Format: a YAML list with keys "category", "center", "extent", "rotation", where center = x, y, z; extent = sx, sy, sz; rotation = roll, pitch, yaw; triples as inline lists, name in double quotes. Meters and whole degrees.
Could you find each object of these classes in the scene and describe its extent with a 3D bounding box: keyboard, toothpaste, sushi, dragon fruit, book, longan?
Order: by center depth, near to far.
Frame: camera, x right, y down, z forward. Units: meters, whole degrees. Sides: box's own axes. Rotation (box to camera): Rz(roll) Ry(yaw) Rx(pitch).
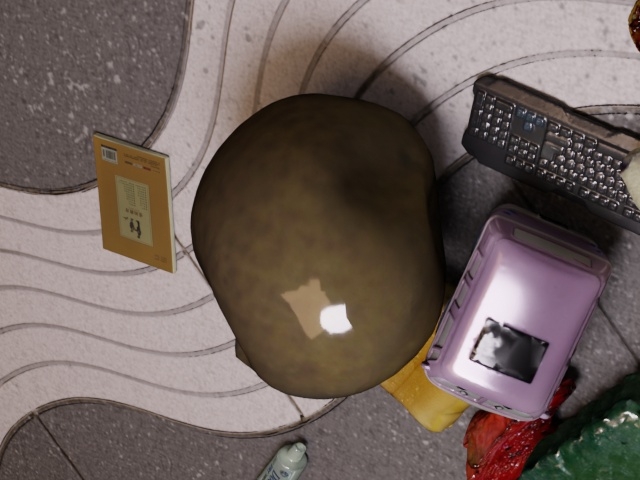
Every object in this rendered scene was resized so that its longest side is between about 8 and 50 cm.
- category: "sushi"
  center: [0.313, -0.192, 1.489]
  extent: [0.050, 0.047, 0.099]
  rotation: [-20, 102, 47]
- category: "keyboard"
  center: [0.262, -0.080, 1.623]
  extent: [0.262, 0.016, 0.106]
  rotation: [27, 131, 23]
- category: "longan"
  center: [0.000, 0.000, 1.669]
  extent: [0.288, 0.288, 0.350]
  rotation: [112, 154, -42]
- category: "dragon fruit"
  center: [0.228, 0.219, 1.790]
  extent: [0.122, 0.092, 0.192]
  rotation: [40, 135, 10]
- category: "book"
  center: [-0.236, -0.047, 2.041]
  extent: [0.118, 0.012, 0.172]
  rotation: [19, 127, 28]
- category: "toothpaste"
  center: [-0.064, 0.329, 2.133]
  extent: [0.064, 0.041, 0.218]
  rotation: [50, 140, 18]

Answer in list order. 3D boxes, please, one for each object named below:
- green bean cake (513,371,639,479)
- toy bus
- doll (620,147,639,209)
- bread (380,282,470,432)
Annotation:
- category: "green bean cake"
  center: [0.333, 0.257, 1.697]
  extent: [0.193, 0.107, 0.208]
  rotation: [45, 122, -6]
- category: "toy bus"
  center: [0.197, 0.080, 1.641]
  extent: [0.142, 0.142, 0.202]
  rotation: [22, 106, -2]
- category: "doll"
  center: [0.403, 0.005, 1.502]
  extent: [0.149, 0.175, 0.278]
  rotation: [-38, 90, 7]
- category: "bread"
  center: [0.137, 0.126, 1.807]
  extent: [0.134, 0.085, 0.173]
  rotation: [46, 137, 8]
